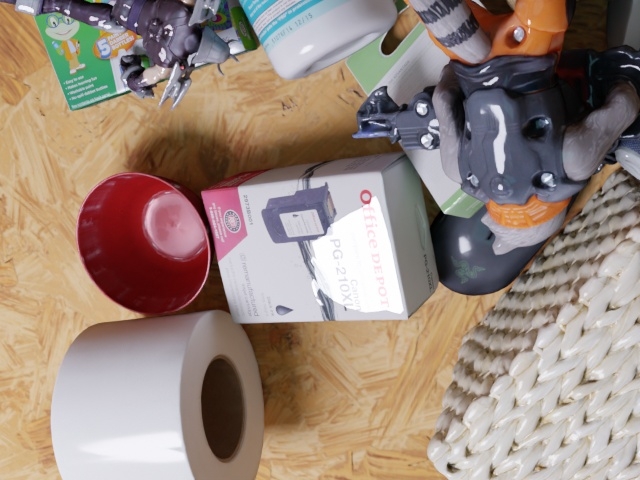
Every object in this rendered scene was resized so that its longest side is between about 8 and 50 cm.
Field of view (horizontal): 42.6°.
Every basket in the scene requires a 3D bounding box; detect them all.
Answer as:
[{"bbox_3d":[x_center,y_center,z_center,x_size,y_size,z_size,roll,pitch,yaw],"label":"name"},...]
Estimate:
[{"bbox_3d":[0.312,0.140,0.818,0.266,0.331,0.328,38,113,3],"label":"basket"}]

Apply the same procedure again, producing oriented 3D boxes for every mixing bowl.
[{"bbox_3d":[-0.201,-0.007,1.030,0.182,0.098,0.181,6,108,17],"label":"mixing bowl"}]

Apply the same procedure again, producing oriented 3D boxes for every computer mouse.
[{"bbox_3d":[0.206,-0.047,0.925,0.189,0.072,0.272,28,112,5],"label":"computer mouse"}]

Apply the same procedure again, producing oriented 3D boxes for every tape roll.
[{"bbox_3d":[-0.192,0.214,1.020,0.169,0.246,0.246,-7,105,17],"label":"tape roll"}]

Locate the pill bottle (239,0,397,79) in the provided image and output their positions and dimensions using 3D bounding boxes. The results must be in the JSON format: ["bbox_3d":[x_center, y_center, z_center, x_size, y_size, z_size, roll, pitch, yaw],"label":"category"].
[{"bbox_3d":[-0.037,-0.315,0.863,0.146,0.146,0.264,-26,94,21],"label":"pill bottle"}]

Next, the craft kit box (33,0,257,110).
[{"bbox_3d":[-0.230,-0.307,0.974,0.250,0.061,0.246,-15,99,18],"label":"craft kit box"}]

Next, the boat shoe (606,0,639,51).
[{"bbox_3d":[0.343,-0.290,0.817,0.076,0.080,0.228,6,103,1],"label":"boat shoe"}]

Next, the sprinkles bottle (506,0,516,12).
[{"bbox_3d":[0.161,-0.388,0.806,0.121,0.121,0.355,-30,97,21],"label":"sprinkles bottle"}]

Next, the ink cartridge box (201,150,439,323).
[{"bbox_3d":[0.000,0.000,0.956,0.237,0.100,0.171,-4,106,29],"label":"ink cartridge box"}]

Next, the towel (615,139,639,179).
[{"bbox_3d":[0.427,-0.127,0.784,0.209,0.034,0.285,35,75,2],"label":"towel"}]

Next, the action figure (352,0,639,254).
[{"bbox_3d":[0.119,-0.133,0.719,0.341,0.178,0.330,-6,118,41],"label":"action figure"}]

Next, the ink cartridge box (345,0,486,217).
[{"bbox_3d":[0.143,-0.167,0.879,0.171,0.056,0.235,-47,57,30],"label":"ink cartridge box"}]

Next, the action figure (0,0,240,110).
[{"bbox_3d":[-0.216,-0.262,0.908,0.285,0.099,0.185,26,104,2],"label":"action figure"}]
